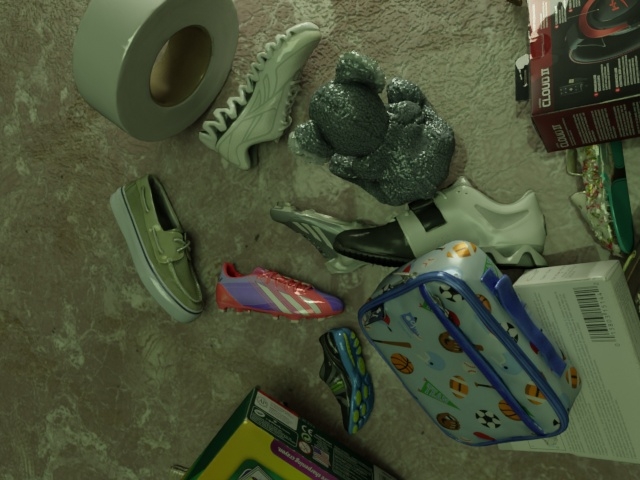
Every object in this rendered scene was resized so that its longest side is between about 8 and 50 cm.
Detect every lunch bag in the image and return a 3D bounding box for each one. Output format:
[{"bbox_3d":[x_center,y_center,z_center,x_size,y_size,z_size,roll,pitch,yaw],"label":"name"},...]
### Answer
[{"bbox_3d":[0.205,0.150,0.828,0.303,0.115,0.243,50,142,-5],"label":"lunch bag"}]

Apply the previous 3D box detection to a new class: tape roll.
[{"bbox_3d":[-0.264,-0.311,0.968,0.100,0.286,0.286,34,104,14],"label":"tape roll"}]

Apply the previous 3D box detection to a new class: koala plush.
[{"bbox_3d":[0.072,-0.166,0.860,0.196,0.221,0.203,-51,41,14],"label":"koala plush"}]

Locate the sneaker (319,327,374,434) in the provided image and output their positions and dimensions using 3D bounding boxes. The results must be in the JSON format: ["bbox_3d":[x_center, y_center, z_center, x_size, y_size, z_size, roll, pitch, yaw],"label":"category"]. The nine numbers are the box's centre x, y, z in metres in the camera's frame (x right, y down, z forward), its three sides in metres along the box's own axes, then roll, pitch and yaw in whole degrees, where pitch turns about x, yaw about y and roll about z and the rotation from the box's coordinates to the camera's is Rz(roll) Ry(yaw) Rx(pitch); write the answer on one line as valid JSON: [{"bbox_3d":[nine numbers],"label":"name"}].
[{"bbox_3d":[0.042,0.246,1.026,0.078,0.067,0.188,-12,92,41],"label":"sneaker"}]

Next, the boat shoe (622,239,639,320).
[{"bbox_3d":[0.520,-0.030,0.804,0.116,0.096,0.324,24,95,-23],"label":"boat shoe"}]

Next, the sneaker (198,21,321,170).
[{"bbox_3d":[-0.085,-0.247,1.013,0.118,0.110,0.292,45,115,3],"label":"sneaker"}]

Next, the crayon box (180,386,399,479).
[{"bbox_3d":[-0.059,0.477,0.988,0.363,0.106,0.313,36,106,-8],"label":"crayon box"}]

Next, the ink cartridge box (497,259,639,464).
[{"bbox_3d":[0.350,0.187,0.872,0.261,0.066,0.296,-12,105,45],"label":"ink cartridge box"}]

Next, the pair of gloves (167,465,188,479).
[{"bbox_3d":[-0.235,0.585,1.150,0.240,0.042,0.204,24,101,17],"label":"pair of gloves"}]

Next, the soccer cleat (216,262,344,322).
[{"bbox_3d":[-0.077,0.092,1.042,0.248,0.083,0.095,2,90,22],"label":"soccer cleat"}]

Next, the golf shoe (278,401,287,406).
[{"bbox_3d":[-0.055,0.380,1.062,0.086,0.069,0.176,-34,84,12],"label":"golf shoe"}]

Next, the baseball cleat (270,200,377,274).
[{"bbox_3d":[0.000,0.000,1.010,0.205,0.072,0.110,13,98,19],"label":"baseball cleat"}]

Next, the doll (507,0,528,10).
[{"bbox_3d":[0.352,-0.443,0.869,0.129,0.046,0.189,33,104,13],"label":"doll"}]

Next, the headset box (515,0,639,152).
[{"bbox_3d":[0.405,-0.253,0.769,0.293,0.110,0.218,-7,66,31],"label":"headset box"}]

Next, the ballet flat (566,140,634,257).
[{"bbox_3d":[0.413,-0.093,0.867,0.077,0.091,0.241,-8,87,50],"label":"ballet flat"}]

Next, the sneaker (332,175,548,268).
[{"bbox_3d":[0.185,-0.027,0.921,0.330,0.122,0.146,0,85,4],"label":"sneaker"}]

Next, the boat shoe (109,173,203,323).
[{"bbox_3d":[-0.298,0.011,1.098,0.094,0.109,0.302,-34,80,16],"label":"boat shoe"}]
